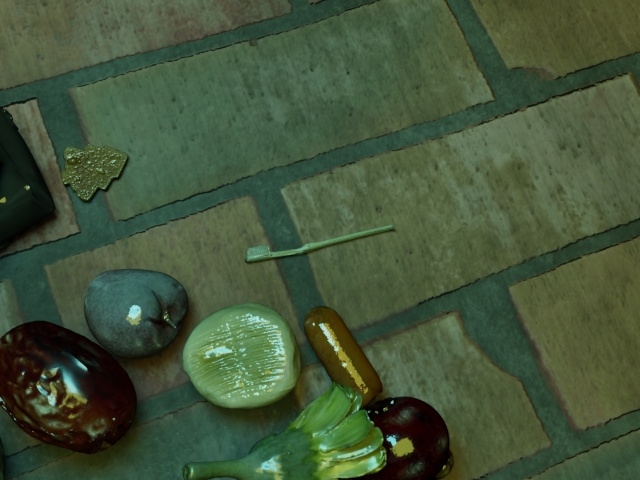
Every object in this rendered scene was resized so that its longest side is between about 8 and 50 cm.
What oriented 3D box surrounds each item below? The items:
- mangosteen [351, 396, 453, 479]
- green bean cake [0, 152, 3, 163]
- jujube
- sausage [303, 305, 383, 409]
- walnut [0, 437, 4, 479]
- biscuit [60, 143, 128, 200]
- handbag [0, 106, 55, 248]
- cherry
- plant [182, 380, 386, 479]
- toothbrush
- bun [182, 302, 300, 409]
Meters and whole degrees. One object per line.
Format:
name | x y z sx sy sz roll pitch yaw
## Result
mangosteen | 0.133 0.358 1.171 0.200 0.200 0.199 2 73 -6
green bean cake | -0.659 -0.079 1.102 0.247 0.156 0.249 6 68 7
jujube | -0.408 0.233 1.138 0.243 0.183 0.183 40 73 12
sausage | 0.037 0.203 1.250 0.076 0.076 0.197 -29 78 -14
walnut | -0.605 0.342 1.059 0.248 0.248 0.248 2 73 -6
biscuit | -0.424 -0.135 1.333 0.130 0.019 0.119 -20 76 -11
handbag | -0.644 -0.094 1.250 0.285 0.113 0.257 -28 72 -6
cherry | -0.316 0.122 1.198 0.176 0.140 0.176 0 32 0
plant | -0.070 0.357 1.089 0.297 0.261 0.305 12 83 -12
toothbrush | 0.002 0.005 1.334 0.294 0.026 0.028 -9 73 -9
bun | -0.132 0.203 1.208 0.193 0.128 0.178 -15 75 1
